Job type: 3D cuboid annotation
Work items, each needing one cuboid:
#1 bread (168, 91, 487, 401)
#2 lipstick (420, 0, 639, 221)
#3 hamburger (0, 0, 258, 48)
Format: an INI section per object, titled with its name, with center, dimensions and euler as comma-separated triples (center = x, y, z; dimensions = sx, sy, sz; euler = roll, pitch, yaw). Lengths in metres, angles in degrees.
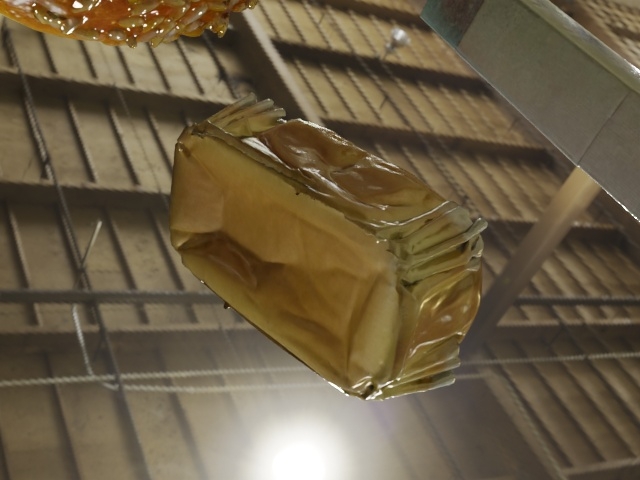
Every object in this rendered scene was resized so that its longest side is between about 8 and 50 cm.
[bread]
center = 0.000, 0.000, 0.627
dimensions = 0.107, 0.136, 0.241
euler = -20, -142, -40
[lipstick]
center = 0.221, -0.125, 0.756
dimensions = 0.076, 0.080, 0.371
euler = 5, -144, -39
[hamburger]
center = -0.106, -0.245, 0.433
dimensions = 0.291, 0.291, 0.225
euler = -8, -142, -43
